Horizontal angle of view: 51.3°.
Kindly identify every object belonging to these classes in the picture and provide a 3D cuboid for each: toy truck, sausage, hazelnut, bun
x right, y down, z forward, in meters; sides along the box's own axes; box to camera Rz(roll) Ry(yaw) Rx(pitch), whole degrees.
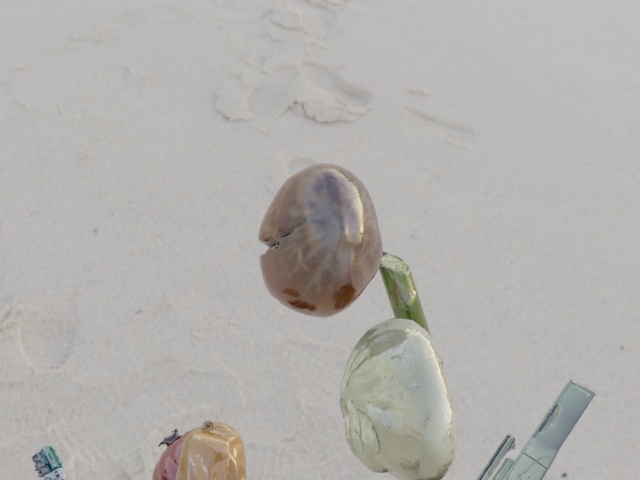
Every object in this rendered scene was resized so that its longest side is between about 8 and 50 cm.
[{"bbox_3d":[-0.488,0.413,1.203,0.044,0.039,0.083,-25,52,-31],"label":"toy truck"},{"bbox_3d":[-0.183,0.430,1.131,0.120,0.136,0.241,-6,75,1],"label":"sausage"},{"bbox_3d":[-0.003,0.000,0.916,0.181,0.212,0.181,-4,-6,25],"label":"hazelnut"},{"bbox_3d":[0.093,0.220,0.886,0.133,0.231,0.231,-7,48,-8],"label":"bun"}]

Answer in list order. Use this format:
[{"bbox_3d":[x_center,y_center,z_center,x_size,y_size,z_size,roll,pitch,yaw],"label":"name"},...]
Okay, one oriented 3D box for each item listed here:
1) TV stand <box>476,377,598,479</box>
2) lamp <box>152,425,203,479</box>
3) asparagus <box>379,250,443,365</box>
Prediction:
[{"bbox_3d":[0.103,0.194,0.434,0.042,0.036,0.249,31,74,30],"label":"TV stand"},{"bbox_3d":[-0.267,0.459,1.370,0.140,0.182,0.182,41,46,19],"label":"lamp"},{"bbox_3d":[0.165,0.144,1.213,0.060,0.278,0.067,-25,28,-13],"label":"asparagus"}]
